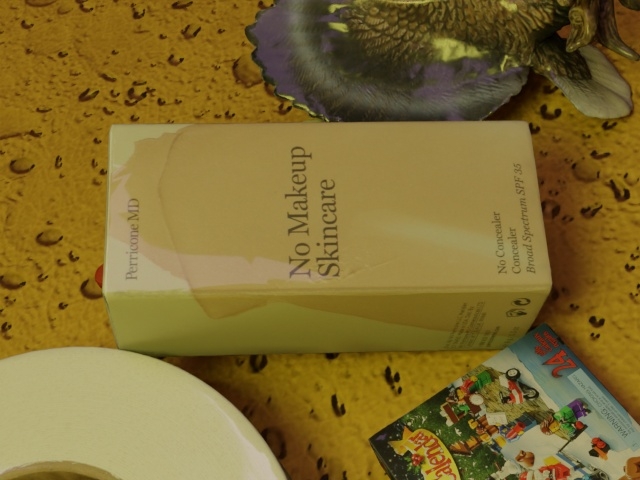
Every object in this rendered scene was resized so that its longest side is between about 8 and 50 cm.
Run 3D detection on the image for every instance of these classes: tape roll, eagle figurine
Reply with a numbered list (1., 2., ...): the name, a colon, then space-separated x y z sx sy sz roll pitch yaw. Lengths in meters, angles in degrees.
1. tape roll: -0.184 0.261 0.801 0.391 0.072 0.392 -6 60 10
2. eagle figurine: 0.119 -0.203 1.026 0.298 0.226 0.225 -12 74 34

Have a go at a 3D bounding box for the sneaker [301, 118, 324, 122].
1. sneaker: 0.017 -0.070 1.037 0.169 0.068 0.071 -19 55 4

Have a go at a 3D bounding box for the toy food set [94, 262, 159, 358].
1. toy food set: -0.060 0.018 0.965 0.232 0.104 0.111 -9 51 13

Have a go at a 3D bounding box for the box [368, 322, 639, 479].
1. box: 0.159 0.183 0.796 0.159 0.044 0.233 -32 49 -7

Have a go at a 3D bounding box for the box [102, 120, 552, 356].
1. box: 0.000 0.000 0.875 0.311 0.121 0.148 -2 64 -5
